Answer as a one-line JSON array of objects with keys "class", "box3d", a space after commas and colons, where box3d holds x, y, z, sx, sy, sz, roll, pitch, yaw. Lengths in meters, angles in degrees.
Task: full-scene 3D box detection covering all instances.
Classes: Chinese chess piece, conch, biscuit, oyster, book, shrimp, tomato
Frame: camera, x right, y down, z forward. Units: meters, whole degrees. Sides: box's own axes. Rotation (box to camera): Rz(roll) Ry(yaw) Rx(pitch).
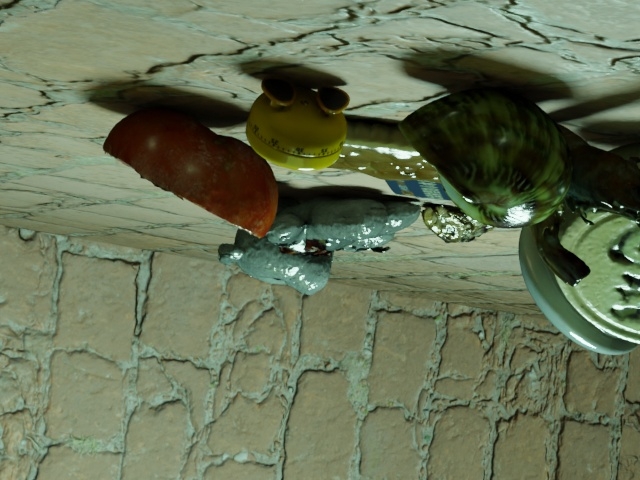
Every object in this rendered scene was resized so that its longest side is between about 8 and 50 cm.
[{"class": "Chinese chess piece", "box3d": [0.378, 0.007, 1.753, 0.250, 0.101, 0.250, 11, 135, 12]}, {"class": "conch", "box3d": [0.168, -0.092, 1.587, 0.187, 0.124, 0.181, 37, 179, -11]}, {"class": "biscuit", "box3d": [0.084, -0.104, 1.896, 0.324, 0.044, 0.217, 7, 172, -1]}, {"class": "oyster", "box3d": [0.205, -0.022, 2.463, 0.148, 0.051, 0.103, 25, 157, -36]}, {"class": "book", "box3d": [0.249, -0.066, 2.159, 0.322, 0.018, 0.228, 6, 173, 9]}, {"class": "shrimp", "box3d": [0.279, -0.022, 1.626, 0.058, 0.169, 0.296, -11, -160, -18]}, {"class": "tomato", "box3d": [-0.148, -0.093, 1.899, 0.236, 0.095, 0.237, 27, -179, 0]}]

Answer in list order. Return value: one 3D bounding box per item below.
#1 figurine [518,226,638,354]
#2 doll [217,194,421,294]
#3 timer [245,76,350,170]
[{"class": "figurine", "box3d": [0.421, 0.042, 1.918, 0.382, 0.205, 0.224, 1, 171, 45]}, {"class": "doll", "box3d": [-0.001, 0.008, 2.472, 0.340, 0.158, 0.246, -2, -179, 41]}, {"class": "timer", "box3d": [-0.027, -0.110, 1.651, 0.107, 0.109, 0.107, 11, -144, -8]}]
